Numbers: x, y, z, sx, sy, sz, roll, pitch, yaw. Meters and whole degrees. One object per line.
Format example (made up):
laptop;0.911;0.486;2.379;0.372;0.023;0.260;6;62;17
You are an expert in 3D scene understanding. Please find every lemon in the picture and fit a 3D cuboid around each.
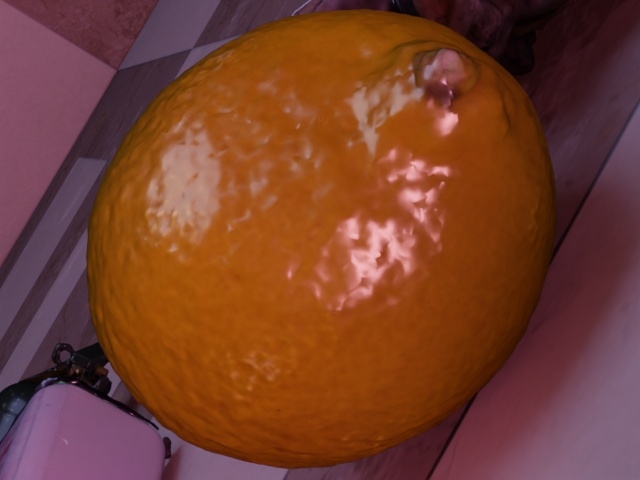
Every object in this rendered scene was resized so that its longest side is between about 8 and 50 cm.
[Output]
lemon;0.000;0.000;0.652;0.244;0.187;0.187;-42;23;42

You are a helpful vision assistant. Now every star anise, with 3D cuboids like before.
star anise;0.073;-0.126;0.792;0.223;0.109;0.236;-40;5;38

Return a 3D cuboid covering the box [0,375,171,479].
box;-0.186;0.254;0.902;0.190;0.112;0.369;-51;15;27

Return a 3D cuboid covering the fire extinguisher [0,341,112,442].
fire extinguisher;-0.235;0.206;1.172;0.311;0.095;0.114;-63;-14;-13
